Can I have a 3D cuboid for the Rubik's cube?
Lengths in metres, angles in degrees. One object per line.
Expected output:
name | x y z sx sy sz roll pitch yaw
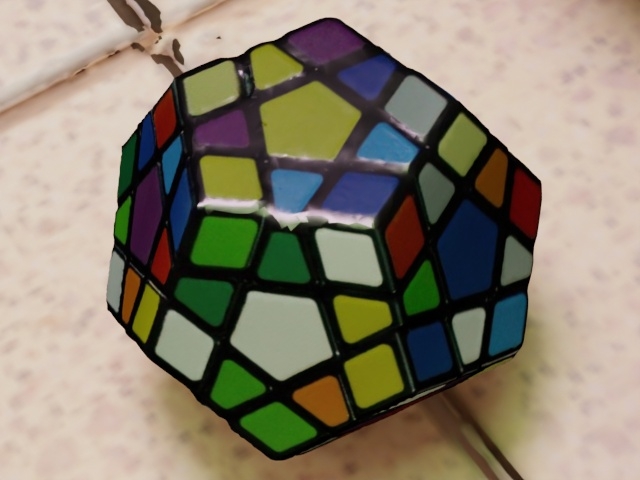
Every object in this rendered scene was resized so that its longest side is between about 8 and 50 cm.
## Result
Rubik's cube | 0.000 0.000 0.531 0.112 0.133 0.133 3 50 43
